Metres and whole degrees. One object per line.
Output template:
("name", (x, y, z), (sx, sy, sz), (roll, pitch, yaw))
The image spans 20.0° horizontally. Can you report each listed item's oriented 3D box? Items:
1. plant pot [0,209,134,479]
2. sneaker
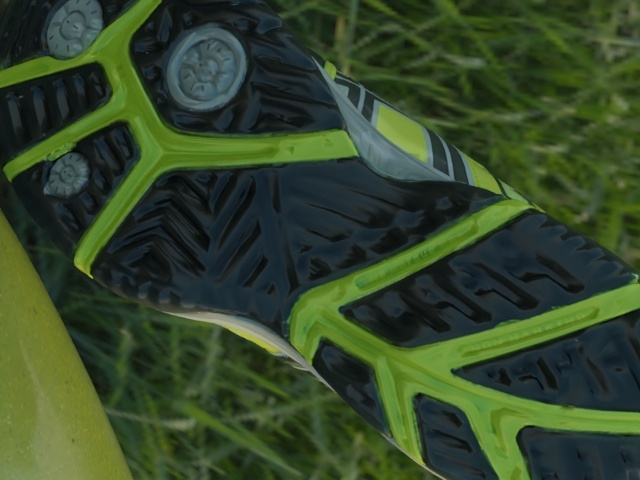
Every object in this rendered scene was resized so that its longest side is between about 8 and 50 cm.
("plant pot", (-0.217, 0.094, 0.845), (0.274, 0.275, 0.294), (-20, 117, -28))
("sneaker", (0.000, 0.000, 0.814), (0.145, 0.384, 0.147), (-52, 157, 2))
